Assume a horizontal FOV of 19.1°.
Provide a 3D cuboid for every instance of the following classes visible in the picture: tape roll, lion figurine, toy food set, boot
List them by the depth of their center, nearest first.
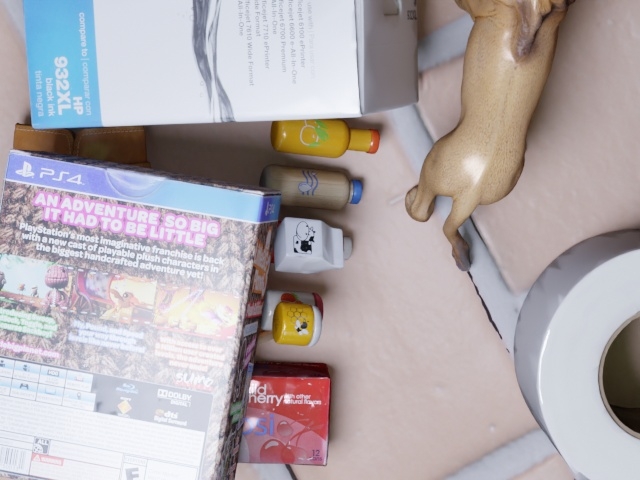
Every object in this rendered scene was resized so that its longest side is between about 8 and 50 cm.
[{"bbox_3d":[0.164,-0.152,1.769,0.142,0.240,0.392,3,96,-2],"label":"lion figurine"},{"bbox_3d":[0.000,0.000,1.831,0.105,0.111,0.232,5,65,-17],"label":"toy food set"},{"bbox_3d":[0.317,0.117,1.836,0.246,0.169,0.246,0,96,-2],"label":"tape roll"},{"bbox_3d":[-0.177,-0.002,1.851,0.283,0.109,0.220,5,91,5],"label":"boot"}]

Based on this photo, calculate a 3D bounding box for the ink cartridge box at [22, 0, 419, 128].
[{"bbox_3d":[-0.082,-0.174,1.726,0.307,0.223,0.129,-1,97,16],"label":"ink cartridge box"}]

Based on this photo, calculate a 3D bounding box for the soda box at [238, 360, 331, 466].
[{"bbox_3d":[-0.122,0.166,1.868,0.263,0.083,0.092,2,96,-3],"label":"soda box"}]

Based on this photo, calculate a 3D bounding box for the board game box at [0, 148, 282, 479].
[{"bbox_3d":[-0.177,0.078,1.725,0.232,0.141,0.291,10,93,5],"label":"board game box"}]
